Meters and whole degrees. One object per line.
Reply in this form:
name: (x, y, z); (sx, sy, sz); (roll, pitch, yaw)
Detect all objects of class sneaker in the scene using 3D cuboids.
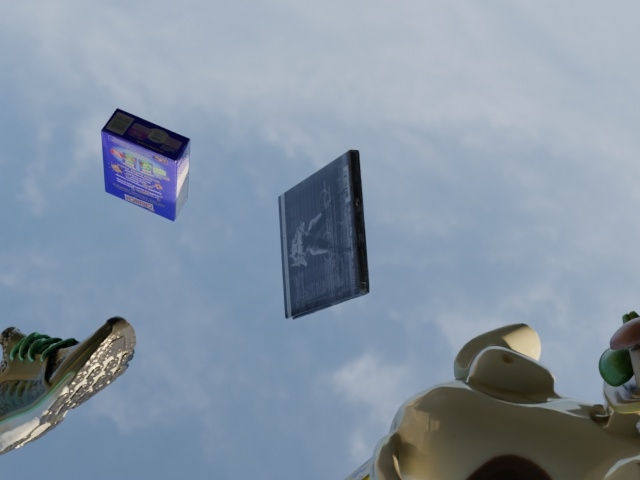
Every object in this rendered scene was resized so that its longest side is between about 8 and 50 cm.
sneaker: (-0.476, 0.213, 1.688); (0.182, 0.410, 0.158); (57, -150, 7)

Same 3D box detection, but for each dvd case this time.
dvd case: (0.000, 0.000, 1.216); (0.018, 0.221, 0.165); (1, -102, -25)

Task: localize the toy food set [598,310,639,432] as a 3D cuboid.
toy food set: (0.297, 0.090, 0.868); (0.128, 0.218, 0.071); (-26, -93, 8)

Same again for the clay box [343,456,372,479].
clay box: (0.095, 0.395, 1.678); (0.222, 0.127, 0.053); (-35, -94, -17)

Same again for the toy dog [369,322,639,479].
toy dog: (0.300, 0.283, 1.181); (0.407, 0.285, 0.395); (21, -175, 43)

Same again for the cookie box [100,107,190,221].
cookie box: (-0.192, -0.082, 1.107); (0.091, 0.107, 0.040); (23, -126, 7)
